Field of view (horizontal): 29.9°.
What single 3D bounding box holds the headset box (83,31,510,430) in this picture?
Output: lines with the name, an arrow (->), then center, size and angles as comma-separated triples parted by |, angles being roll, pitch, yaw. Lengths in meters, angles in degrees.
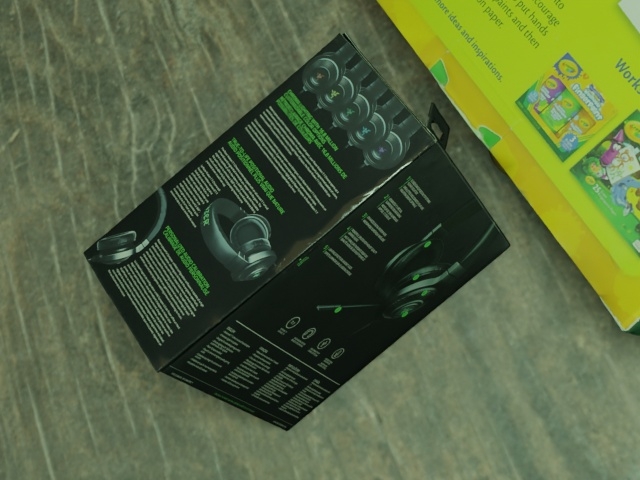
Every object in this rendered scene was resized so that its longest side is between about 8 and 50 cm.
headset box -> 0.000, 0.000, 0.977 | 0.283, 0.246, 0.131 | -40, 62, 6

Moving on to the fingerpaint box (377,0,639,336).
fingerpaint box -> 0.274, -0.204, 0.932 | 0.371, 0.163, 0.445 | -44, 60, 19

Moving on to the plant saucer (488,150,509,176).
plant saucer -> 0.188, -0.093, 1.065 | 0.083, 0.015, 0.083 | -7, 69, 20
